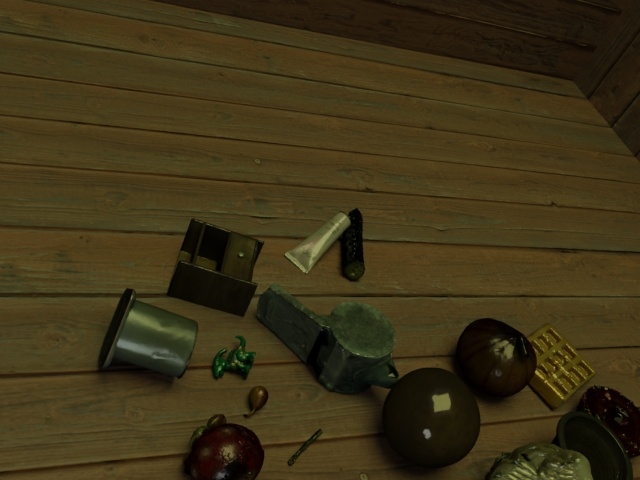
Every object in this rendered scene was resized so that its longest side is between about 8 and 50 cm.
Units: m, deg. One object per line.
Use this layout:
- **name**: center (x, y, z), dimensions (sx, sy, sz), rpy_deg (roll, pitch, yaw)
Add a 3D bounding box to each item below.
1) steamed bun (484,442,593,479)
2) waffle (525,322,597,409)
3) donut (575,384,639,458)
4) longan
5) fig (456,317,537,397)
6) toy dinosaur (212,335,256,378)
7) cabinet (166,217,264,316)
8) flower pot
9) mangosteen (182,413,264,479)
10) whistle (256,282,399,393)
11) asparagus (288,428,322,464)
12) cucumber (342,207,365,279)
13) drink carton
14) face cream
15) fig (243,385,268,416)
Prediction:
- **steamed bun**: center (0.546, 0.641, 1.692), dimensions (0.207, 0.268, 0.280), rpy_deg (36, 34, -70)
- **waffle**: center (0.719, 0.384, 2.154), dimensions (0.247, 0.055, 0.221), rpy_deg (-21, 60, -41)
- **donut**: center (0.859, 0.541, 2.043), dimensions (0.235, 0.089, 0.235), rpy_deg (14, 43, -14)
- **longan**: center (0.279, 0.436, 1.723), dimensions (0.258, 0.258, 0.258), rpy_deg (15, 42, -14)
- **fig**: center (0.513, 0.331, 1.997), dimensions (0.235, 0.215, 0.235), rpy_deg (8, 21, -3)
- **toy dinosaur**: center (-0.217, 0.297, 1.747), dimensions (0.096, 0.059, 0.132), rpy_deg (19, 50, -2)
- **cabinet**: center (-0.277, 0.071, 1.871), dimensions (0.215, 0.148, 0.175), rpy_deg (18, 42, -12)
- **flower pot**: center (0.692, 0.598, 1.850), dimensions (0.235, 0.148, 0.235), rpy_deg (18, 40, -16)
- **mangosteen**: center (-0.218, 0.468, 1.504), dimensions (0.166, 0.166, 0.180), rpy_deg (-20, 34, -41)
- **whistle**: center (0.017, 0.263, 1.821), dimensions (0.404, 0.168, 0.188), rpy_deg (18, 41, -5)
- **asparagus**: center (-0.037, 0.497, 1.663), dimensions (0.127, 0.018, 0.015), rpy_deg (-36, 110, -43)
- **cucumber**: center (0.106, -0.001, 2.210), dimensions (0.072, 0.072, 0.300), rpy_deg (17, 40, -12)
- **drink carton**: center (-0.399, 0.222, 1.625), dimensions (0.189, 0.191, 0.186), rpy_deg (18, 79, -21)
- **face cream**: center (0.000, 0.000, 2.144), dimensions (0.092, 0.058, 0.243), rpy_deg (39, 60, 13)
- **fig**: center (-0.159, 0.395, 1.685), dimensions (0.050, 0.050, 0.083), rpy_deg (29, 59, 2)
